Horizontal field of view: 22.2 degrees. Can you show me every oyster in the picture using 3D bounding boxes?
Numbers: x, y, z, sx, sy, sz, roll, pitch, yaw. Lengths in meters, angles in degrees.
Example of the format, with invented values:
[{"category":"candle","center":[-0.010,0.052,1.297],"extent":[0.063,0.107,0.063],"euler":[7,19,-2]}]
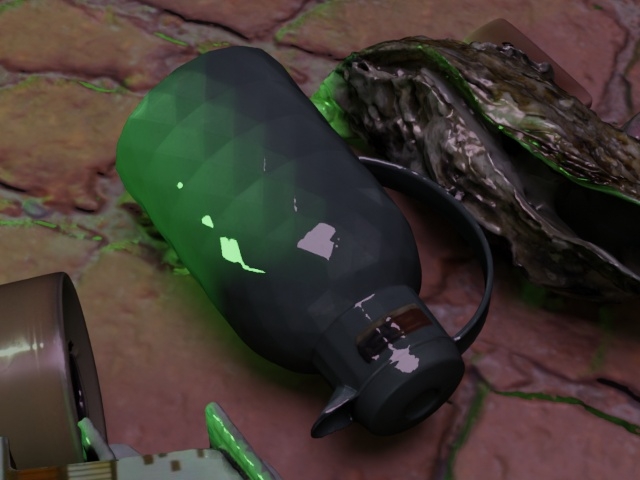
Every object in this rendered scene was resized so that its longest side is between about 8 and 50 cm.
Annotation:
[{"category":"oyster","center":[0.138,-0.061,1.192],"extent":[0.351,0.162,0.158],"euler":[25,84,25]}]

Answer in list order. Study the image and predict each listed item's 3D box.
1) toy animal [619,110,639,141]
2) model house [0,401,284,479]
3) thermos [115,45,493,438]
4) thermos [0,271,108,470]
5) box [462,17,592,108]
[{"category":"toy animal","center":[0.349,-0.116,1.255],"extent":[0.236,0.138,0.108],"euler":[4,85,-6]},{"category":"model house","center":[-0.113,0.222,0.890],"extent":[0.215,0.224,0.198],"euler":[-5,50,-4]},{"category":"thermos","center":[0.000,0.000,1.119],"extent":[0.182,0.145,0.286],"euler":[-30,62,-19]},{"category":"thermos","center":[-0.271,0.124,1.003],"extent":[0.265,0.146,0.176],"euler":[-12,49,-3]},{"category":"box","center":[0.165,-0.134,1.313],"extent":[0.048,0.025,0.115],"euler":[-27,58,-26]}]
